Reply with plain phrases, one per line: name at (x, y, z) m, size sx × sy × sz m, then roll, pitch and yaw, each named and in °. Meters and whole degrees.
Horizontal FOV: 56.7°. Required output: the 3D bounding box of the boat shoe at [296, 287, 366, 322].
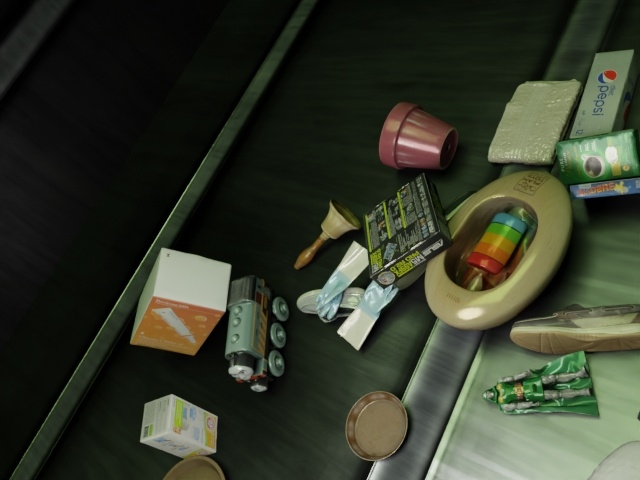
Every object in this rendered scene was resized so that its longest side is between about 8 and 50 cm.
boat shoe at (0.028, 0.189, 1.692) m, size 0.228 × 0.079 × 0.081 m, roll -10°, pitch 50°, yaw 28°

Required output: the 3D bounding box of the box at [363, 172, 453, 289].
box at (0.218, -0.030, 1.546) m, size 0.216 × 0.060 × 0.270 m, roll -37°, pitch 30°, yaw 24°

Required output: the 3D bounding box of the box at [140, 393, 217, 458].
box at (-0.395, 0.532, 1.678) m, size 0.103 × 0.203 × 0.114 m, roll -23°, pitch 47°, yaw 22°

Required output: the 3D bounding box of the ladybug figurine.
ladybug figurine at (0.441, 0.031, 1.432) m, size 0.449 × 0.162 × 0.305 m, roll -53°, pitch 43°, yaw -5°

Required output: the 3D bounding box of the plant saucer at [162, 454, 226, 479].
plant saucer at (-0.354, 0.734, 1.621) m, size 0.278 × 0.041 × 0.277 m, roll -20°, pitch 51°, yaw 26°

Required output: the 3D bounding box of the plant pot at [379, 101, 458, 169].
plant pot at (0.300, -0.296, 1.765) m, size 0.180 × 0.201 × 0.201 m, roll 22°, pitch 75°, yaw 29°

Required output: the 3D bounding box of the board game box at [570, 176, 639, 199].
board game box at (0.699, -0.125, 1.373) m, size 0.201 × 0.136 × 0.035 m, roll -5°, pitch 94°, yaw 34°

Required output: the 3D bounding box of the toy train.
toy train at (-0.194, 0.264, 1.727) m, size 0.142 × 0.190 × 0.333 m, roll -18°, pitch 50°, yaw 27°

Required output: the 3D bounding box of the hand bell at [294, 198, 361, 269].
hand bell at (0.000, 0.000, 1.851) m, size 0.242 × 0.126 × 0.126 m, roll -46°, pitch 42°, yaw 18°

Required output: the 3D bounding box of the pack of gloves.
pack of gloves at (0.088, 0.145, 1.601) m, size 0.195 × 0.046 × 0.232 m, roll 39°, pitch 102°, yaw 32°

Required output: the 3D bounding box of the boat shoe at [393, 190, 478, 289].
boat shoe at (0.291, -0.022, 1.611) m, size 0.340 × 0.127 × 0.113 m, roll -50°, pitch 55°, yaw 10°

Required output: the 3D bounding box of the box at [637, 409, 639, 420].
box at (0.813, 0.230, 0.791) m, size 0.480 × 0.297 × 0.471 m, roll -22°, pitch 40°, yaw -15°

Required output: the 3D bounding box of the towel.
towel at (0.599, -0.333, 1.654) m, size 0.187 × 0.049 × 0.282 m, roll 10°, pitch 67°, yaw 42°

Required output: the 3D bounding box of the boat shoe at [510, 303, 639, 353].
boat shoe at (0.560, 0.184, 1.283) m, size 0.285 × 0.103 × 0.092 m, roll -7°, pitch 51°, yaw 29°

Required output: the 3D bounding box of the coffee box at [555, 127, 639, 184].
coffee box at (0.674, -0.201, 1.438) m, size 0.184 × 0.113 × 0.040 m, roll -6°, pitch 13°, yaw 42°

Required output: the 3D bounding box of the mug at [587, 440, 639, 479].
mug at (0.565, 0.509, 0.907) m, size 0.374 × 0.276 × 0.328 m, roll -1°, pitch 52°, yaw 48°

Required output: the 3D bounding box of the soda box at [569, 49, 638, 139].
soda box at (0.736, -0.352, 1.532) m, size 0.098 × 0.091 × 0.286 m, roll 7°, pitch 65°, yaw 39°

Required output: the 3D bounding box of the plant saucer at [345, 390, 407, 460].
plant saucer at (0.141, 0.455, 1.453) m, size 0.169 × 0.029 × 0.168 m, roll -20°, pitch 49°, yaw 25°

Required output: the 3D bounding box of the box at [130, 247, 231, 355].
box at (-0.436, 0.199, 1.833) m, size 0.345 × 0.215 × 0.168 m, roll 128°, pitch 150°, yaw -48°

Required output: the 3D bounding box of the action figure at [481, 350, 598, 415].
action figure at (0.462, 0.324, 1.285) m, size 0.232 × 0.063 × 0.137 m, roll -20°, pitch 53°, yaw 30°
